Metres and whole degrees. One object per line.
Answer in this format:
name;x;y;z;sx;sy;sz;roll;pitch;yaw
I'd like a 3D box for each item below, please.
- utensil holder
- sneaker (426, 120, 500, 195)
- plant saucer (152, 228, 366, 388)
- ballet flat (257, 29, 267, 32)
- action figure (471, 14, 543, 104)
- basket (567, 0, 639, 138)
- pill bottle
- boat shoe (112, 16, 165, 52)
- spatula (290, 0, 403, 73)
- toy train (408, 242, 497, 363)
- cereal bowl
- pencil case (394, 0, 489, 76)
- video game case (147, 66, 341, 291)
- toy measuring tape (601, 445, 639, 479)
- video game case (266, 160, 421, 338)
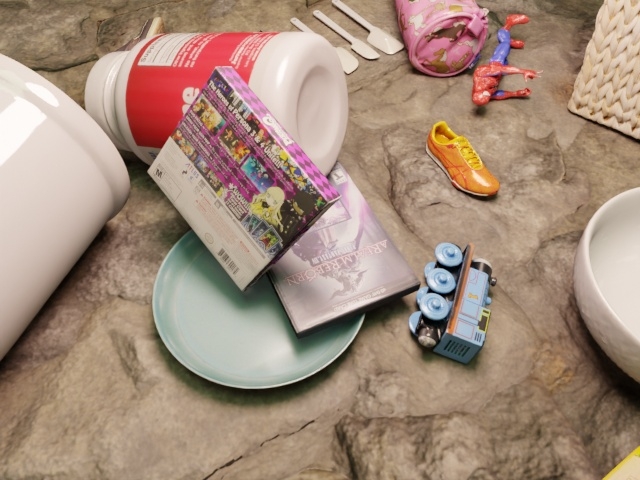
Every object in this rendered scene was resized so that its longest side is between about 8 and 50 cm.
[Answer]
utensil holder;-0.497;-0.006;0.740;0.327;0.328;0.386;17;57;12
sneaker;0.250;-0.144;1.004;0.064;0.067;0.175;-29;60;-22
plant saucer;-0.087;0.078;0.848;0.317;0.044;0.318;1;53;-1
ballet flat;-0.074;-0.395;1.201;0.173;0.049;0.057;30;59;21
action figure;0.396;-0.353;1.145;0.139;0.092;0.280;20;55;25
basket;0.677;-0.387;1.038;0.266;0.331;0.328;30;58;27
pill bottle;-0.179;-0.219;0.926;0.407;0.229;0.229;10;52;27
boat shoe;-0.376;-0.351;1.135;0.092;0.103;0.286;5;59;-2
spatula;0.055;-0.470;1.283;0.168;0.019;0.242;-33;59;-16
toy train;0.198;0.084;0.827;0.105;0.080;0.184;22;53;5
cereal bowl;0.514;0.089;0.782;0.338;0.141;0.339;0;53;0
pencil case;0.251;-0.533;1.242;0.167;0.160;0.386;2;52;-8
video game case;-0.114;-0.078;0.774;0.232;0.210;0.041;50;34;7
toy measuring tape;0.363;0.328;0.638;0.330;0.121;0.121;-38;61;-7
video game case;0.000;0.000;0.866;0.195;0.026;0.274;-20;54;-15
